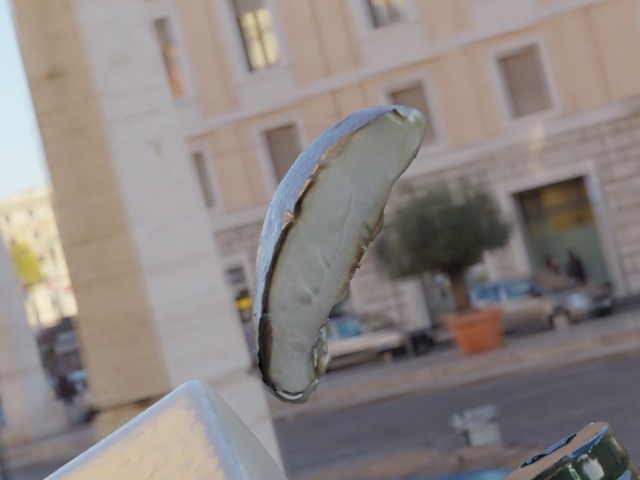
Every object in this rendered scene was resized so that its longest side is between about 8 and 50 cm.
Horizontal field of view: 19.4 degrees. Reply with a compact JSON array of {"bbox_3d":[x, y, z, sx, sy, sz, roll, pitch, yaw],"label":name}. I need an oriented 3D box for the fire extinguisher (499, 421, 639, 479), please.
[{"bbox_3d":[0.206,0.246,1.010,0.114,0.311,0.095,-32,-1,-15],"label":"fire extinguisher"}]

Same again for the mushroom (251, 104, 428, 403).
[{"bbox_3d":[-0.002,0.000,1.241,0.072,0.210,0.094,25,-1,-14],"label":"mushroom"}]

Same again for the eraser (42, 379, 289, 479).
[{"bbox_3d":[-0.036,0.263,1.087,0.150,0.331,0.331,-34,-3,5],"label":"eraser"}]
